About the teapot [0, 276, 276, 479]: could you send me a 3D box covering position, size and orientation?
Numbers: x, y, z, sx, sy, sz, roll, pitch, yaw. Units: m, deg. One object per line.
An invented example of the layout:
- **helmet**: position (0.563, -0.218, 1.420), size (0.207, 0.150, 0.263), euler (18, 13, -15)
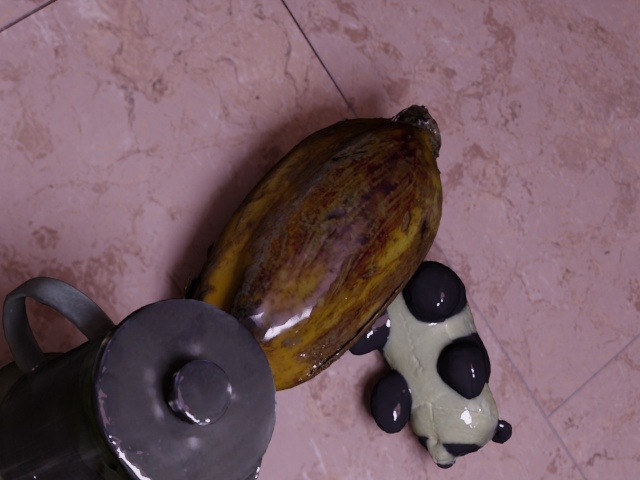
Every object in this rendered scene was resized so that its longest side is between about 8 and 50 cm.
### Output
- **teapot**: position (-0.201, 0.149, 1.775), size (0.200, 0.337, 0.270), euler (-38, 97, -33)

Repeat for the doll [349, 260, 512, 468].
- **doll**: position (0.127, 0.135, 2.095), size (0.135, 0.143, 0.234), euler (5, 62, -60)

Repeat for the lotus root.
- **lotus root**: position (0.000, 0.000, 2.016), size (0.397, 0.196, 0.179), euler (-47, 141, -27)
